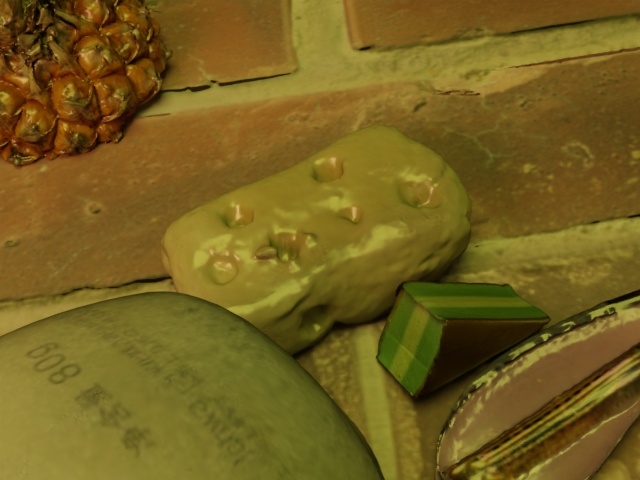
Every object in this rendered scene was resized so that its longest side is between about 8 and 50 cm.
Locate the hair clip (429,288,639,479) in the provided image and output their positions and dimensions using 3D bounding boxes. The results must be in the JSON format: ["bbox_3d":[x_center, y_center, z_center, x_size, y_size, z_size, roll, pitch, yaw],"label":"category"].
[{"bbox_3d":[0.230,0.103,0.834,0.359,0.095,0.110,-33,86,-7],"label":"hair clip"}]

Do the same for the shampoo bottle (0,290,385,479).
[{"bbox_3d":[-0.125,0.199,0.638,0.322,0.322,0.317,33,58,27],"label":"shampoo bottle"}]

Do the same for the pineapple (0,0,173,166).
[{"bbox_3d":[-0.242,-0.184,1.044,0.140,0.164,0.250,35,61,19],"label":"pineapple"}]

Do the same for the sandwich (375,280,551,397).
[{"bbox_3d":[0.119,0.081,0.881,0.116,0.074,0.074,2,25,-31],"label":"sandwich"}]

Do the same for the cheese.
[{"bbox_3d":[0.000,-0.001,0.917,0.263,0.093,0.159,-24,56,-12],"label":"cheese"}]
